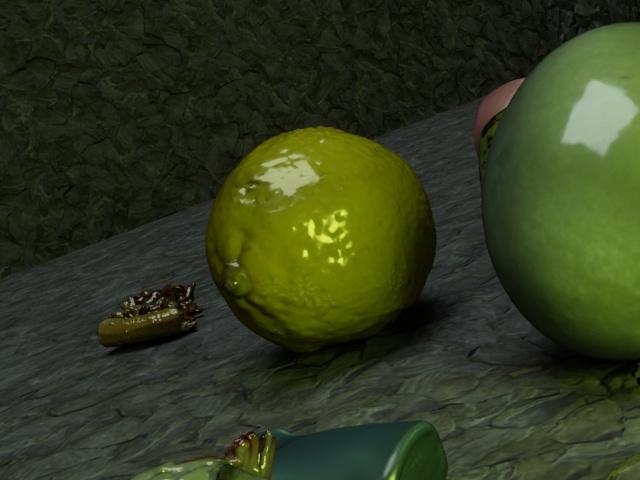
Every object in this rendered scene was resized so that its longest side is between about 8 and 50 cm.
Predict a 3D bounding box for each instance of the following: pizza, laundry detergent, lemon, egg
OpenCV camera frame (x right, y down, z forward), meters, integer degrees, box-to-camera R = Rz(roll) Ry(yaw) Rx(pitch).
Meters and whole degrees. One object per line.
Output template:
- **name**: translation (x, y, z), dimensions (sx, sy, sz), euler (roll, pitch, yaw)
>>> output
- **pizza**: translation (-0.250, 0.104, 1.541), dimensions (0.154, 0.069, 0.194), euler (-15, 12, 17)
- **laundry detergent**: translation (-0.008, 0.186, 0.773), dimensions (0.206, 0.061, 0.096), euler (-11, 20, 34)
- **lemon**: translation (0.000, 0.000, 1.170), dimensions (0.268, 0.268, 0.322), euler (-11, 21, 30)
- **egg**: translation (0.277, -0.050, 0.901), dimensions (0.259, 0.258, 0.352), euler (-10, 47, 34)

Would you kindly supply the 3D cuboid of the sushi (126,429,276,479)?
- **sushi**: translation (-0.112, 0.226, 0.568), dimensions (0.130, 0.124, 0.332), euler (-8, 15, 25)

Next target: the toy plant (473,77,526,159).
- **toy plant**: translation (0.429, -0.209, 1.546), dimensions (0.356, 0.211, 0.317), euler (-16, 48, 50)

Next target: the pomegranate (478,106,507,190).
- **pomegranate**: translation (0.317, -0.128, 1.340), dimensions (0.214, 0.214, 0.248), euler (-17, -31, 3)
